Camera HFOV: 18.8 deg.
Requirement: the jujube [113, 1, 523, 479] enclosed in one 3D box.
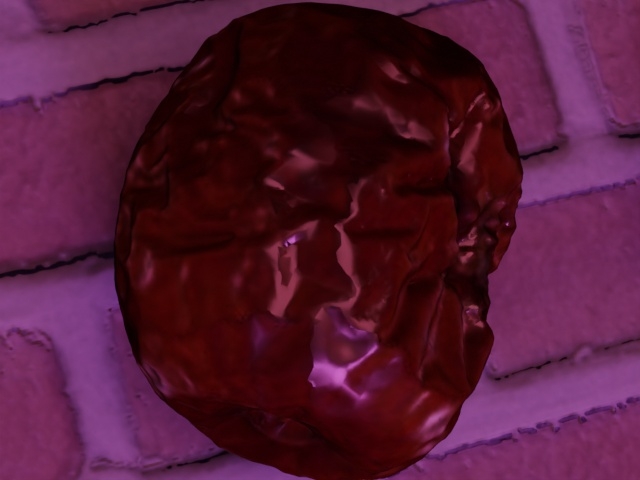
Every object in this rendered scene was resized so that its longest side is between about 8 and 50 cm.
[{"bbox_3d":[0.000,0.000,1.017,0.213,0.213,0.232,22,69,-9],"label":"jujube"}]
